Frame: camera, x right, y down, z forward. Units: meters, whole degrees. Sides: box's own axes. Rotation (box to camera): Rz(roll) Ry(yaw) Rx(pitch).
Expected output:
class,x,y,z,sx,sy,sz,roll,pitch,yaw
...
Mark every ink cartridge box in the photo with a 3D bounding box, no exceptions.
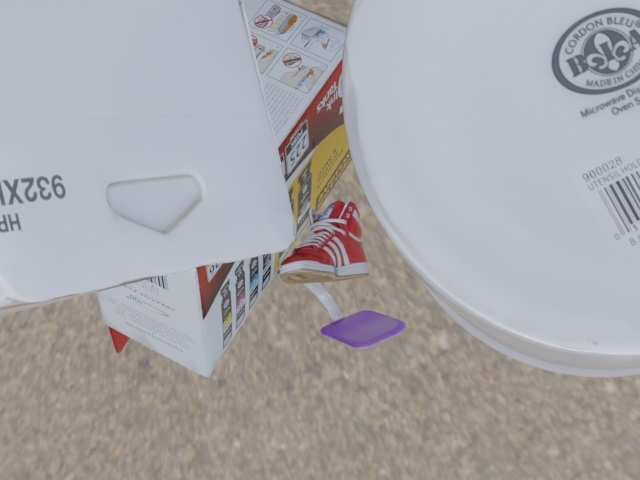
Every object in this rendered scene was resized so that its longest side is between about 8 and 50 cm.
class,x,y,z,sx,sy,sz,roll,pitch,yaw
ink cartridge box,-0.201,-0.019,0.623,0.308,0.223,0.129,-13,90,29
ink cartridge box,-0.087,-0.040,1.338,0.130,0.271,0.309,25,61,14

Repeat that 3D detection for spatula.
class,x,y,z,sx,sy,sz,roll,pitch,yaw
spatula,-0.008,0.062,1.686,0.084,0.296,0.030,-20,127,-31

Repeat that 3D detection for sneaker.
class,x,y,z,sx,sy,sz,roll,pitch,yaw
sneaker,0.000,0.000,1.110,0.042,0.118,0.067,-9,85,28

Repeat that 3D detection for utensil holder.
class,x,y,z,sx,sy,sz,roll,pitch,yaw
utensil holder,0.188,-0.074,0.898,0.328,0.385,0.327,-1,84,10
